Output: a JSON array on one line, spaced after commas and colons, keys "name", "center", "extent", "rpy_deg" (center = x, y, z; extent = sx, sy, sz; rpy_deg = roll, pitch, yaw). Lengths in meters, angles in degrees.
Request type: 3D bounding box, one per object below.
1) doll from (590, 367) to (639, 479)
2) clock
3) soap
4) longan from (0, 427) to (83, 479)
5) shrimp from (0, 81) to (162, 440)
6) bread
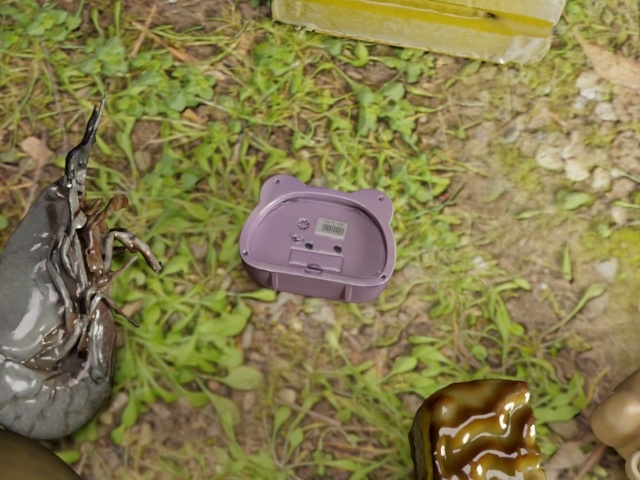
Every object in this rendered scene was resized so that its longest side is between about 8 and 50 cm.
[{"name": "doll", "center": [0.382, 0.158, 0.915], "extent": [0.277, 0.119, 0.154], "rpy_deg": [-12, 65, -17]}, {"name": "clock", "center": [0.000, 0.000, 1.013], "extent": [0.152, 0.050, 0.110], "rpy_deg": [10, 64, 4]}, {"name": "soap", "center": [0.104, -0.298, 1.081], "extent": [0.314, 0.199, 0.091], "rpy_deg": [9, 60, 5]}, {"name": "longan", "center": [-0.280, 0.262, 0.785], "extent": [0.257, 0.258, 0.258], "rpy_deg": [0, 64, -1]}, {"name": "shrimp", "center": [-0.231, 0.017, 0.967], "extent": [0.145, 0.116, 0.343], "rpy_deg": [7, 71, 2]}, {"name": "bread", "center": [0.127, 0.208, 0.821], "extent": [0.096, 0.222, 0.182], "rpy_deg": [-8, 74, -1]}]
